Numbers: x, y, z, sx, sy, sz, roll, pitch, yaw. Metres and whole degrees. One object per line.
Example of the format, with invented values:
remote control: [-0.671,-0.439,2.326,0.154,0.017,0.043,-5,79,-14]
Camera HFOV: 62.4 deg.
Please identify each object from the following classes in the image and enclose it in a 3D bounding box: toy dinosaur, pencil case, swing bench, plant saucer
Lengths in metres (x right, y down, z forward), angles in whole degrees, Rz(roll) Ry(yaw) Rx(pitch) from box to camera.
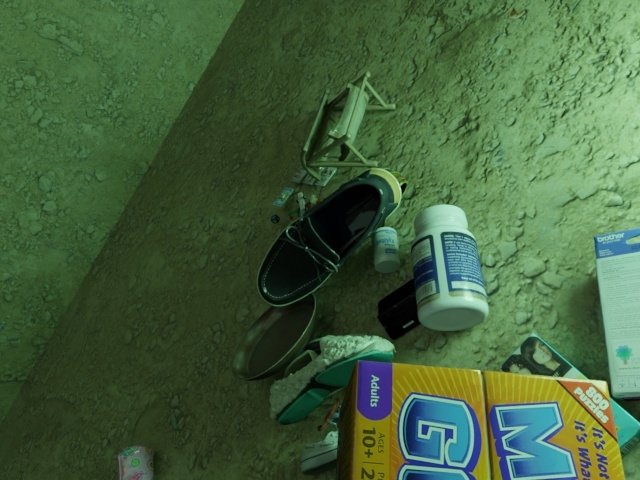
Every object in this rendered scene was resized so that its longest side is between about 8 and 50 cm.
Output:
toy dinosaur: [0.021,0.431,1.298,0.082,0.090,0.047,-30,21,-17]
pencil case: [-0.567,0.776,1.600,0.124,0.124,0.284,-34,45,24]
swing bench: [0.065,-0.349,1.653,0.255,0.165,0.253,-7,55,41]
plant saucer: [-0.119,0.271,1.475,0.311,0.050,0.310,-37,22,17]

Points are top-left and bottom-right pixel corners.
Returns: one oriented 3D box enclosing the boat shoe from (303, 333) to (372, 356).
boat shoe: [0.040,0.288,1.362,0.206,0.075,0.065,-16,54,30]

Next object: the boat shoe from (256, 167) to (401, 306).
boat shoe: [0.000,0.000,1.399,0.500,0.156,0.187,-41,86,19]

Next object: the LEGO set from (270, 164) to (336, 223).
LEGO set: [-0.060,-0.143,1.763,0.182,0.060,0.244,15,64,47]

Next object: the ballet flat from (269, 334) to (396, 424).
ballet flat: [0.002,0.313,1.295,0.409,0.147,0.147,-41,43,29]

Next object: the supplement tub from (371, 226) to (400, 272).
supplement tub: [0.173,0.025,1.403,0.071,0.071,0.107,-26,50,30]

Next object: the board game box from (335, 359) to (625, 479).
board game box: [0.205,0.416,0.806,0.356,0.356,0.356,4,62,0]

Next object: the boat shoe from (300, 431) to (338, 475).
boat shoe: [0.034,0.483,1.237,0.226,0.083,0.075,-30,49,28]

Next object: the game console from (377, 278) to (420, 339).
game console: [0.208,0.171,1.322,0.122,0.071,0.107,-38,74,21]

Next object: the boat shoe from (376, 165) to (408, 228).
boat shoe: [0.125,-0.066,1.476,0.104,0.111,0.307,39,98,44]

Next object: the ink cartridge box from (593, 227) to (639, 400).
ink cartridge box: [0.604,0.121,0.939,0.186,0.065,0.311,-15,58,37]

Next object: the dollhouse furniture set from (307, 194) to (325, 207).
dollhouse furniture set: [0.000,-0.067,1.629,0.081,0.091,0.114,-50,42,31]

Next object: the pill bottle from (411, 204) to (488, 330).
pill bottle: [0.288,0.060,1.210,0.153,0.153,0.264,-23,51,32]

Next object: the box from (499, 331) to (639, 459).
box: [0.457,0.288,0.974,0.100,0.060,0.244,-50,42,7]
